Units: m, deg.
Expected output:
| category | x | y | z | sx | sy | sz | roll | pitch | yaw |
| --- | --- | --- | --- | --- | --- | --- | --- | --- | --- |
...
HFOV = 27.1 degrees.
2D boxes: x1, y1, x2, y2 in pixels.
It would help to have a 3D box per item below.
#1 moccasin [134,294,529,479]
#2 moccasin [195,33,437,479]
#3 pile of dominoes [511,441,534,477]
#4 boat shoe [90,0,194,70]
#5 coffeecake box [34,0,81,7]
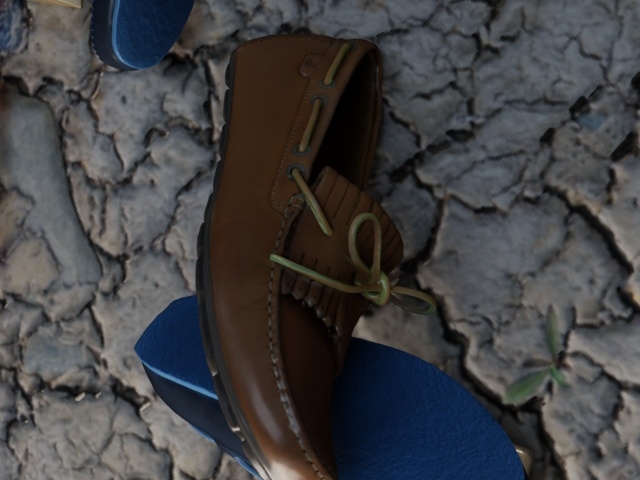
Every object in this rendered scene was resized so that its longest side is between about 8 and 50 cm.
| category | x | y | z | sx | sy | sz | roll | pitch | yaw |
| --- | --- | --- | --- | --- | --- | --- | --- | --- | --- |
| moccasin | 0.014 | 0.137 | 0.987 | 0.342 | 0.117 | 0.138 | 27 | 60 | 37 |
| moccasin | 0.001 | 0.002 | 0.941 | 0.147 | 0.139 | 0.380 | -8 | 45 | 13 |
| pile of dominoes | 0.047 | 0.255 | 1.035 | 0.196 | 0.040 | 0.251 | 16 | 87 | 26 |
| boat shoe | -0.149 | -0.263 | 1.109 | 0.089 | 0.109 | 0.258 | 4 | 73 | 32 |
| coffeecake box | -0.251 | -0.304 | 1.121 | 0.068 | 0.142 | 0.185 | 13 | 93 | 24 |
